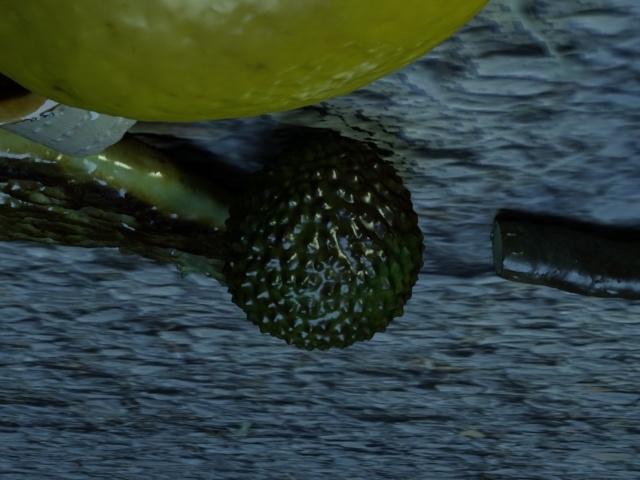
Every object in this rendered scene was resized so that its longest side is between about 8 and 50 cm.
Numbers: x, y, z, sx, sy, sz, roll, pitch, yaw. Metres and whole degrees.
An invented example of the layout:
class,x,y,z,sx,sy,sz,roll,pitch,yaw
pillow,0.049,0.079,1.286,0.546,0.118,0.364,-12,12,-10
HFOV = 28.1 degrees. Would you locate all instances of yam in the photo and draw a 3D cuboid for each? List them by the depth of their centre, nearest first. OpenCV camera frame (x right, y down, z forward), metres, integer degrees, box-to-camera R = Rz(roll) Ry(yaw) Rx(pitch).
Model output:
class,x,y,z,sx,sy,sz,roll,pitch,yaw
yam,0.265,0.024,1.063,0.253,0.061,0.061,8,157,-2

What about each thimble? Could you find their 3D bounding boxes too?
class,x,y,z,sx,sy,sz,roll,pitch,yaw
thimble,-0.162,-0.113,0.790,0.090,0.102,0.115,25,119,-38

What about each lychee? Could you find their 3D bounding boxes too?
class,x,y,z,sx,sy,sz,roll,pitch,yaw
lychee,0.000,0.000,0.948,0.171,0.171,0.171,5,157,2

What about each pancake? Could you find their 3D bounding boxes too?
class,x,y,z,sx,sy,sz,roll,pitch,yaw
pancake,-0.220,-0.040,1.051,0.427,0.066,0.305,9,164,-11

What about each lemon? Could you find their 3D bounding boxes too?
class,x,y,z,sx,sy,sz,roll,pitch,yaw
lemon,-0.037,-0.159,0.485,0.263,0.235,0.236,8,158,8

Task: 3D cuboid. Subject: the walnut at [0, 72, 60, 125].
class,x,y,z,sx,sy,sz,roll,pitch,yaw
walnut,-0.168,-0.146,0.684,0.211,0.167,0.087,-7,-174,12
